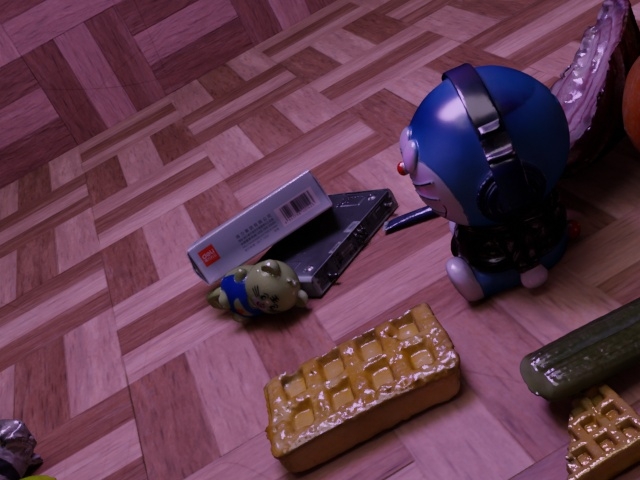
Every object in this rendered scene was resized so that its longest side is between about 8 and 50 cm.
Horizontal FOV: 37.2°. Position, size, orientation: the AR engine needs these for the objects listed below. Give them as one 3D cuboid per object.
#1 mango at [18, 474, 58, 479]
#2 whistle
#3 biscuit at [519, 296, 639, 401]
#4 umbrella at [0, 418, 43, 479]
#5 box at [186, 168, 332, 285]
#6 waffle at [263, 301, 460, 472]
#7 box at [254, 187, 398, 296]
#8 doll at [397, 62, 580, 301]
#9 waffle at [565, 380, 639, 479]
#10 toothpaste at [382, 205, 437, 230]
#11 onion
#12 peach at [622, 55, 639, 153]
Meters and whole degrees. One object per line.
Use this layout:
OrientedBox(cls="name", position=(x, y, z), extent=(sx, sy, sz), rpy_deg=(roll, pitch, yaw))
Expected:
OrientedBox(cls="mango", position=(-0.441, 0.417, 1.292), extent=(0.233, 0.111, 0.125), rpy_deg=(-38, 21, -24))
OrientedBox(cls="whistle", position=(-0.116, 0.086, 1.594), extent=(0.227, 0.105, 0.085), rpy_deg=(-15, 35, 43))
OrientedBox(cls="biscuit", position=(0.382, 0.098, 1.119), extent=(0.322, 0.038, 0.099), rpy_deg=(-24, 21, -9))
OrientedBox(cls="umbrella", position=(-0.541, 0.411, 1.402), extent=(0.106, 0.113, 0.358), rpy_deg=(5, 36, 14))
OrientedBox(cls="box", position=(-0.109, -0.026, 1.695), extent=(0.269, 0.079, 0.135), rpy_deg=(-33, 5, 0))
OrientedBox(cls="waffle", position=(0.053, 0.197, 1.272), extent=(0.274, 0.057, 0.168), rpy_deg=(-27, 26, 2))
OrientedBox(cls="box", position=(0.000, 0.000, 1.703), extent=(0.211, 0.045, 0.270), rpy_deg=(-2, 36, 45))
OrientedBox(cls="doll", position=(0.240, -0.098, 1.343), extent=(0.240, 0.310, 0.284), rpy_deg=(-23, 26, 6))
OrientedBox(cls="waffle", position=(0.286, 0.203, 1.070), extent=(0.125, 0.032, 0.191), rpy_deg=(-33, 23, -2))
OrientedBox(cls="toothpaste", position=(0.172, -0.045, 1.646), extent=(0.140, 0.021, 0.037), rpy_deg=(-20, 20, 21))
OrientedBox(cls="onion", position=(0.428, -0.193, 1.498), extent=(0.314, 0.146, 0.280), rpy_deg=(-54, 13, 50))
OrientedBox(cls="peach", position=(0.548, -0.208, 1.321), extent=(0.252, 0.252, 0.252), rpy_deg=(-22, 26, 12))
